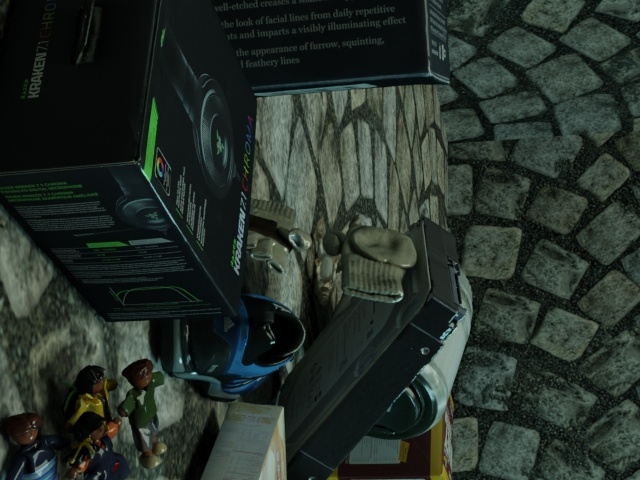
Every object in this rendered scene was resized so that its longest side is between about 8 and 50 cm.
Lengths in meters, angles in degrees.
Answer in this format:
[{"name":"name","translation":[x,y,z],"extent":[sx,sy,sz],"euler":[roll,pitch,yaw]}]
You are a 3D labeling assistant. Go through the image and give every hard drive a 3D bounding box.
[{"name":"hard drive","translation":[0.056,0.148,1.566],"extent":[0.339,0.064,0.237],"euler":[-51,-165,22]}]

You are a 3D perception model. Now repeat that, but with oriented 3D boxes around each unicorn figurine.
[{"name":"unicorn figurine","translation":[0.014,0.042,1.980],"extent":[0.111,0.060,0.162],"euler":[88,22,-44]}]

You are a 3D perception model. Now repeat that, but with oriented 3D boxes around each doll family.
[{"name":"doll family","translation":[-0.187,0.159,0.967],"extent":[0.193,0.076,0.111],"euler":[-62,152,-62]}]

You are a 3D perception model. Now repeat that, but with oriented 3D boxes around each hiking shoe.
[{"name":"hiking shoe","translation":[-0.076,0.122,1.343],"extent":[0.304,0.132,0.113],"euler":[30,58,-76]}]

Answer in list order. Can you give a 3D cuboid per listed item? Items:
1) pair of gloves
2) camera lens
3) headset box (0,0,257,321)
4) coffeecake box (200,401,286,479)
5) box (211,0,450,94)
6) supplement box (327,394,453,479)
[{"name":"pair of gloves","translation":[0.000,0.000,1.477],"extent":[0.204,0.240,0.042],"euler":[-61,166,-69]},{"name":"camera lens","translation":[0.119,0.165,1.946],"extent":[0.274,0.219,0.219],"euler":[-64,150,-46]},{"name":"headset box","translation":[-0.159,-0.100,1.023],"extent":[0.283,0.131,0.246],"euler":[66,24,-58]},{"name":"coffeecake box","translation":[-0.088,0.294,1.359],"extent":[0.185,0.068,0.142],"euler":[-70,162,-60]},{"name":"box","translation":[-0.021,-0.361,1.342],"extent":[0.212,0.293,0.395],"euler":[-27,113,-77]},{"name":"supplement box","translation":[0.122,0.337,2.053],"extent":[0.129,0.194,0.191],"euler":[70,21,-55]}]
